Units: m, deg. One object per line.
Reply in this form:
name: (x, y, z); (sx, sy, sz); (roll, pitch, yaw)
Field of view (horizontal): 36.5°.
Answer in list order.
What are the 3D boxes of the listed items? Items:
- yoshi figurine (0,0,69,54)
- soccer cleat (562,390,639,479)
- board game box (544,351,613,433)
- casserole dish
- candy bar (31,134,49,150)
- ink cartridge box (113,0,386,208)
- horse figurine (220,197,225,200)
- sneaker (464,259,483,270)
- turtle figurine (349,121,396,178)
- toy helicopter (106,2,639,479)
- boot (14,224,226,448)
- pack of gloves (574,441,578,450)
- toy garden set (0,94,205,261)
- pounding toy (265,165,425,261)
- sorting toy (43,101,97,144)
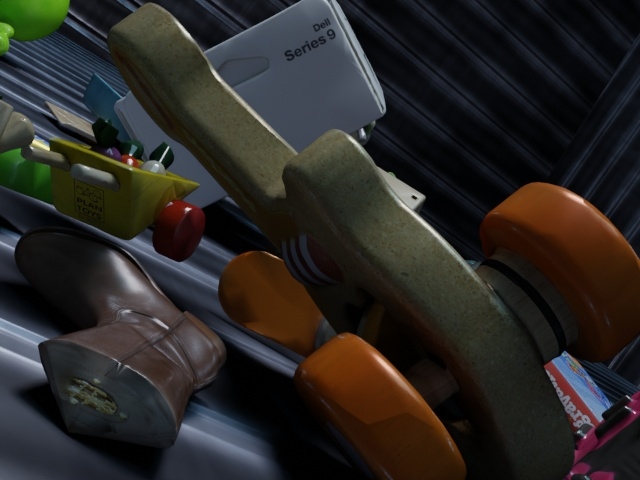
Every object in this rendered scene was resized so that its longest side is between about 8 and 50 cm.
yoshi figurine: (-0.406, -0.319, 1.108); (0.203, 0.203, 0.362); (48, 5, 8)
soccer cleat: (0.224, 0.170, 0.569); (0.143, 0.116, 0.331); (48, 9, 7)
board game box: (0.242, 0.148, 0.899); (0.145, 0.027, 0.281); (57, 12, 29)
casserole dish: (-0.204, -0.122, 1.044); (0.114, 0.037, 0.188); (45, -2, -31)
candy bar: (-0.182, -0.053, 0.706); (0.161, 0.018, 0.040); (29, 6, -19)
ink cartridge box: (-0.054, -0.138, 0.948); (0.121, 0.211, 0.289); (62, 9, -9)
horse figurine: (-0.071, -0.101, 1.206); (0.174, 0.066, 0.263); (-14, 36, -33)
sneaker: (0.134, 0.049, 1.160); (0.106, 0.101, 0.267); (30, 4, 11)
turtle figurine: (-0.015, -0.110, 1.318); (0.198, 0.274, 0.266); (-8, 27, -21)
toy helicopter: (0.000, 0.000, 0.534); (0.355, 0.140, 0.235); (47, -12, 23)
boot: (-0.088, 0.032, 0.360); (0.106, 0.037, 0.114); (30, 9, 2)
pack of gloves: (0.191, 0.140, 0.948); (0.195, 0.046, 0.232); (53, 8, 11)
toy garden set: (-0.169, -0.064, 0.391); (0.204, 0.049, 0.244); (22, -3, 20)
pounding toy: (0.017, -0.016, 0.950); (0.130, 0.141, 0.100); (33, 42, 13)
sorting toy: (-0.234, -0.108, 0.970); (0.083, 0.012, 0.062); (27, 9, -44)
